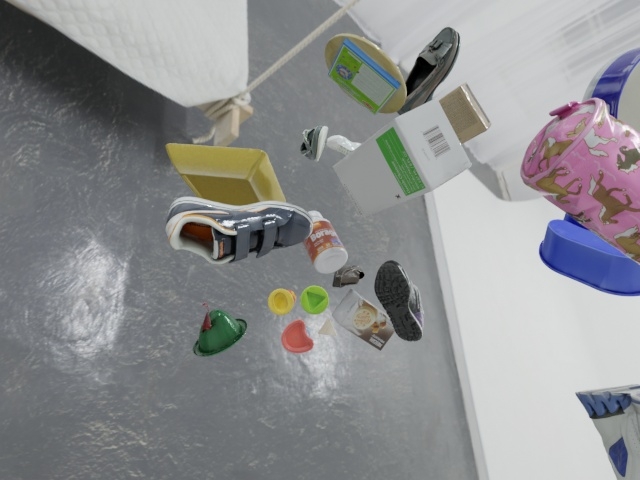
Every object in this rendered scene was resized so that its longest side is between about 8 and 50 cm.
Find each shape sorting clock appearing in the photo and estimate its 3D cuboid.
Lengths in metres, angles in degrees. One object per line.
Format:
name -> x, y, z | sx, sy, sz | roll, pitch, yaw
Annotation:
shape sorting clock -> 0.096, -0.352, 0.877 | 0.206, 0.206, 0.040 | 44, 73, -29

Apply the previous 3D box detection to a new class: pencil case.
pencil case -> 0.518, -0.066, 0.659 | 0.386, 0.160, 0.167 | 32, 38, -3

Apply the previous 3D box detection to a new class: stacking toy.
stacking toy -> -0.074, 0.353, 1.926 | 0.130, 0.279, 0.309 | 19, 54, -82

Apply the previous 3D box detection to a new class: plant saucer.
plant saucer -> -0.310, -0.186, 1.375 | 0.333, 0.332, 0.081 | 73, 25, -65

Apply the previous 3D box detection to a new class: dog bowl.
dog bowl -> 0.705, -0.278, 0.866 | 0.265, 0.264, 0.104 | 58, 2, -13

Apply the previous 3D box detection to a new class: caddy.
caddy -> 0.840, 0.033, 1.230 | 0.241, 0.341, 0.179 | -32, 128, -22

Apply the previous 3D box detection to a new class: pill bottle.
pill bottle -> 0.000, 0.000, 1.421 | 0.121, 0.121, 0.216 | 24, 29, -44

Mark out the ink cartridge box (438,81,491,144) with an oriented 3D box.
ink cartridge box -> 0.505, -0.461, 1.595 | 0.193, 0.234, 0.088 | 55, 45, -8

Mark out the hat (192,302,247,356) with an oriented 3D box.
hat -> -0.325, 0.217, 1.207 | 0.173, 0.208, 0.184 | -52, 125, -51

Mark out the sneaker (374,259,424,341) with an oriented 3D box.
sneaker -> 0.243, 0.160, 1.235 | 0.124, 0.107, 0.284 | -56, 133, -48

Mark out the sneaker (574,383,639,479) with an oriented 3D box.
sneaker -> 0.535, 0.320, 0.630 | 0.315, 0.127, 0.182 | 68, 11, -70

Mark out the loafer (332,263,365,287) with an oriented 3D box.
loafer -> 0.118, 0.140, 1.641 | 0.220, 0.078, 0.080 | -22, 125, -59

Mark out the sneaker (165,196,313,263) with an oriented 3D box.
sneaker -> -0.170, -0.012, 0.895 | 0.320, 0.126, 0.128 | 2, 37, -12

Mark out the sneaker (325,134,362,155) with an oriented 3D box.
sneaker -> 0.092, -0.329, 1.456 | 0.152, 0.054, 0.061 | 12, 41, -14

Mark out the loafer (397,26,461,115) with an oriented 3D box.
loafer -> 0.283, -0.453, 1.095 | 0.084, 0.096, 0.268 | 22, 97, -43

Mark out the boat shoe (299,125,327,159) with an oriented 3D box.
boat shoe -> -0.035, -0.391, 1.646 | 0.098, 0.319, 0.116 | 21, 88, -3

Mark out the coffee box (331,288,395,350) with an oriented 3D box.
coffee box -> 0.187, 0.328, 1.689 | 0.246, 0.141, 0.098 | 38, 0, -27

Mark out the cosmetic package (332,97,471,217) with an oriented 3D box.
cosmetic package -> 0.203, -0.205, 1.125 | 0.155, 0.365, 0.197 | -31, 93, -23
